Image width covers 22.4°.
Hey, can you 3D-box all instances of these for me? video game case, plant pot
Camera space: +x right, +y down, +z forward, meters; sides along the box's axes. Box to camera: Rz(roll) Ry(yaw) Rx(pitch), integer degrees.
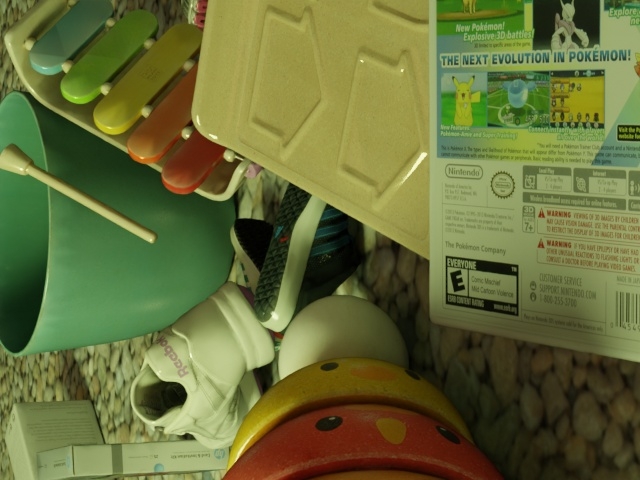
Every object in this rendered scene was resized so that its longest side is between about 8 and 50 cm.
[{"bbox_3d":[0.188,-0.072,1.121,0.329,0.036,0.300,7,100,55],"label":"video game case"},{"bbox_3d":[-0.235,-0.020,1.831,0.293,0.235,0.293,179,90,-64],"label":"plant pot"}]

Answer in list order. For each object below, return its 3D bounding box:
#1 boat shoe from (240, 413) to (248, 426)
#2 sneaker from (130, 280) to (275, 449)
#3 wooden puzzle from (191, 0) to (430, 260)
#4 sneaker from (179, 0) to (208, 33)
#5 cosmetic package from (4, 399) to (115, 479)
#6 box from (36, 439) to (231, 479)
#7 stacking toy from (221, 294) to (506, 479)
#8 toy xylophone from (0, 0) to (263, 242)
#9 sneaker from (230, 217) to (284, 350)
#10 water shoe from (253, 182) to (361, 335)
[{"bbox_3d":[-0.030,0.238,1.618,0.184,0.066,0.063,38,123,47],"label":"boat shoe"},{"bbox_3d":[-0.135,0.147,1.674,0.114,0.152,0.305,52,159,20],"label":"sneaker"},{"bbox_3d":[0.049,-0.184,1.370,0.347,0.080,0.322,28,117,38],"label":"wooden puzzle"},{"bbox_3d":[-0.128,-0.311,1.803,0.075,0.063,0.170,49,138,45],"label":"sneaker"},{"bbox_3d":[-0.348,0.328,2.203,0.231,0.117,0.085,-113,33,-41],"label":"cosmetic package"},{"bbox_3d":[-0.214,0.250,1.844,0.145,0.186,0.038,-22,71,62],"label":"box"},{"bbox_3d":[0.021,0.210,1.302,0.480,0.350,0.351,-100,23,-52],"label":"stacking toy"},{"bbox_3d":[-0.183,-0.131,1.649,0.081,0.322,0.236,94,-158,-55],"label":"toy xylophone"},{"bbox_3d":[-0.063,0.046,1.679,0.161,0.057,0.075,59,135,42],"label":"sneaker"},{"bbox_3d":[0.000,0.000,1.543,0.073,0.080,0.203,-9,58,61],"label":"water shoe"}]
